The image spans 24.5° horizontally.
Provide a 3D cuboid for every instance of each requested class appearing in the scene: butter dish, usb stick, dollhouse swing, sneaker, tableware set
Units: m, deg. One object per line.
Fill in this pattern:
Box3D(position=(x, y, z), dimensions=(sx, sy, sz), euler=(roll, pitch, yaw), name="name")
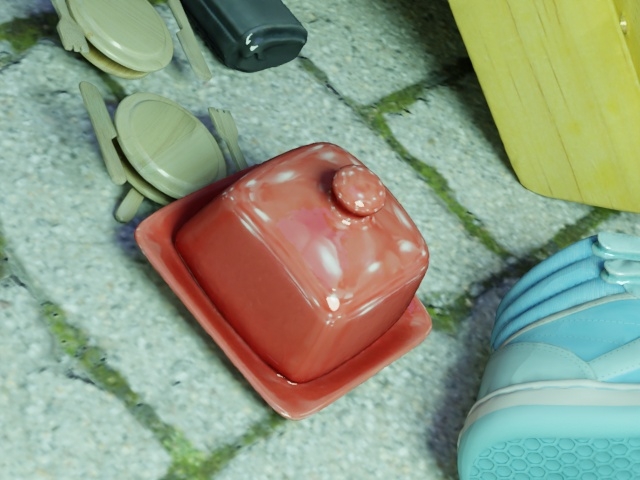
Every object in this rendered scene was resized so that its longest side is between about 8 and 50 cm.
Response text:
Box3D(position=(0.000, 0.000, 0.893), dimensions=(0.160, 0.118, 0.160), euler=(49, 43, 12), name="butter dish")
Box3D(position=(-0.108, -0.233, 1.123), dimensions=(0.077, 0.045, 0.278), euler=(-16, 58, -39), name="usb stick")
Box3D(position=(0.148, -0.199, 1.229), dimensions=(0.315, 0.305, 0.347), euler=(65, 32, -26), name="dollhouse swing")
Box3D(position=(0.248, 0.071, 0.901), dimensions=(0.319, 0.127, 0.208), euler=(1, 37, 9), name="sneaker")
Box3D(position=(-0.124, -0.097, 0.983), dimensions=(0.128, 0.039, 0.194), euler=(8, 50, -46), name="tableware set")
